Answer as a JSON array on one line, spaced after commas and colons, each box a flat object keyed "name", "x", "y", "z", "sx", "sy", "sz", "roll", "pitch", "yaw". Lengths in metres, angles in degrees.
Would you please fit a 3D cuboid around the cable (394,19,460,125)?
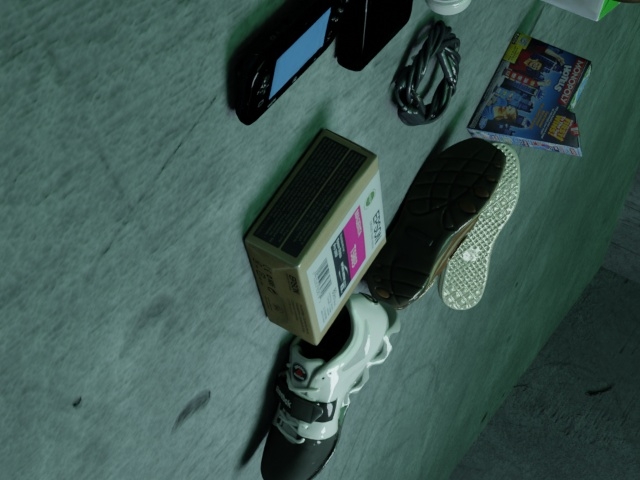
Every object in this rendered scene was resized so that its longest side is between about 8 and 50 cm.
[{"name": "cable", "x": 0.158, "y": -0.239, "z": 1.865, "sx": 0.151, "sy": 0.047, "sz": 0.184, "roll": -68, "pitch": 158, "yaw": -1}]

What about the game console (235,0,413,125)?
[{"name": "game console", "x": 0.013, "y": -0.250, "z": 1.466, "sx": 0.361, "sy": 0.044, "sz": 0.213, "roll": -49, "pitch": 156, "yaw": -35}]

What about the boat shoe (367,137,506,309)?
[{"name": "boat shoe", "x": 0.187, "y": -0.024, "z": 2.116, "sx": 0.324, "sy": 0.122, "sz": 0.120, "roll": -52, "pitch": 165, "yaw": -7}]

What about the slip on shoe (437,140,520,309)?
[{"name": "slip on shoe", "x": 0.283, "y": -0.035, "z": 2.368, "sx": 0.101, "sy": 0.123, "sz": 0.331, "roll": -98, "pitch": -162, "yaw": -64}]

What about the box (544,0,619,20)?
[{"name": "box", "x": 0.321, "y": -0.462, "z": 1.697, "sx": 0.127, "sy": 0.231, "sz": 0.262, "roll": -39, "pitch": 150, "yaw": -55}]

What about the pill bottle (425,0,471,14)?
[{"name": "pill bottle", "x": 0.163, "y": -0.358, "z": 1.658, "sx": 0.078, "sy": 0.078, "sz": 0.137, "roll": -57, "pitch": 160, "yaw": -18}]

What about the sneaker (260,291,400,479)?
[{"name": "sneaker", "x": -0.019, "y": 0.218, "z": 1.913, "sx": 0.146, "sy": 0.122, "sz": 0.331, "roll": 28, "pitch": 89, "yaw": -53}]

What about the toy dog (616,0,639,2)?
[{"name": "toy dog", "x": 0.336, "y": -0.432, "z": 1.399, "sx": 0.408, "sy": 0.395, "sz": 0.285, "roll": 23, "pitch": 86, "yaw": -68}]

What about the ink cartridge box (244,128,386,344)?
[{"name": "ink cartridge box", "x": 0.000, "y": 0.000, "z": 1.687, "sx": 0.193, "sy": 0.088, "sz": 0.235, "roll": -54, "pitch": 158, "yaw": -21}]

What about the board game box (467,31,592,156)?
[{"name": "board game box", "x": 0.385, "y": -0.233, "z": 2.214, "sx": 0.194, "sy": 0.194, "sz": 0.060, "roll": -62, "pitch": 161, "yaw": -2}]
